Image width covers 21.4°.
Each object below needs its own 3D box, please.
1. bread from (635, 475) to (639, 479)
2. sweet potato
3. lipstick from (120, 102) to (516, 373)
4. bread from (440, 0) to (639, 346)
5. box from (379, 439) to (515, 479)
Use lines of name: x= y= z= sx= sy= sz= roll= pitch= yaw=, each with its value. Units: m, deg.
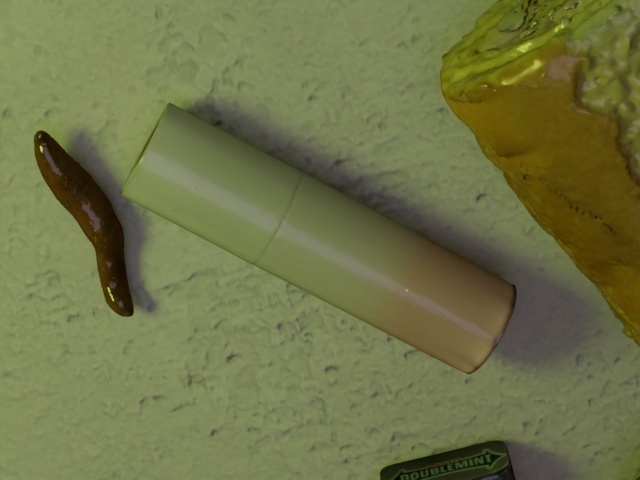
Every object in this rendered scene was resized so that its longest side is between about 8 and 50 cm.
bread: x=0.442 y=0.330 z=1.416 sx=0.376 sy=0.253 sz=0.348 roll=-5 pitch=104 yaw=0
sweet potato: x=-0.190 y=-0.018 z=1.413 sx=0.044 sy=0.044 sz=0.179 roll=-23 pitch=113 yaw=7
lipstick: x=0.000 y=0.000 z=1.393 sx=0.326 sy=0.087 sz=0.087 roll=27 pitch=106 yaw=-9
bread: x=0.282 y=-0.053 z=1.325 sx=0.236 sy=0.165 sz=0.375 roll=-38 pitch=114 yaw=12
box: x=0.134 y=0.296 z=1.500 sx=0.120 sy=0.069 sz=0.224 roll=-13 pitch=109 yaw=4
